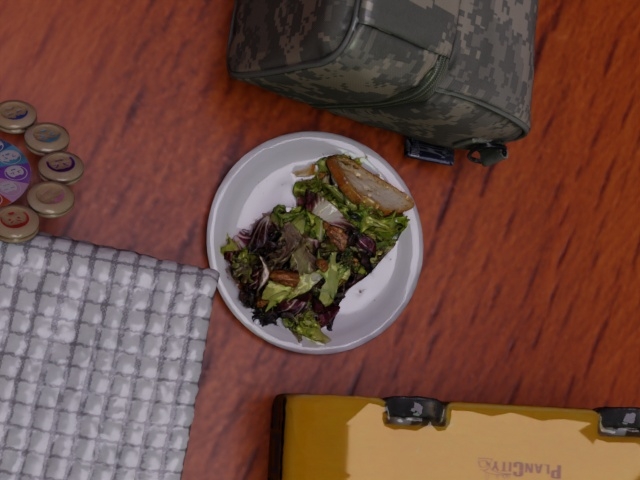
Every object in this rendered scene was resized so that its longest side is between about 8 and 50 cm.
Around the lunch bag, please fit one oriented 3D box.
[{"bbox_3d":[0.086,-0.237,1.023,0.256,0.212,0.305,13,82,-31],"label":"lunch bag"}]

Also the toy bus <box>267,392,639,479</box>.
[{"bbox_3d":[0.128,0.189,1.001,0.332,0.130,0.108,4,81,-8],"label":"toy bus"}]

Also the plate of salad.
[{"bbox_3d":[0.000,0.000,1.052,0.200,0.048,0.200,2,83,-16],"label":"plate of salad"}]

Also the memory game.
[{"bbox_3d":[-0.279,-0.057,0.941,0.186,0.012,0.186,8,43,-7],"label":"memory game"}]

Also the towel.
[{"bbox_3d":[-0.218,0.139,0.936,0.235,0.121,0.284,10,75,-7],"label":"towel"}]
